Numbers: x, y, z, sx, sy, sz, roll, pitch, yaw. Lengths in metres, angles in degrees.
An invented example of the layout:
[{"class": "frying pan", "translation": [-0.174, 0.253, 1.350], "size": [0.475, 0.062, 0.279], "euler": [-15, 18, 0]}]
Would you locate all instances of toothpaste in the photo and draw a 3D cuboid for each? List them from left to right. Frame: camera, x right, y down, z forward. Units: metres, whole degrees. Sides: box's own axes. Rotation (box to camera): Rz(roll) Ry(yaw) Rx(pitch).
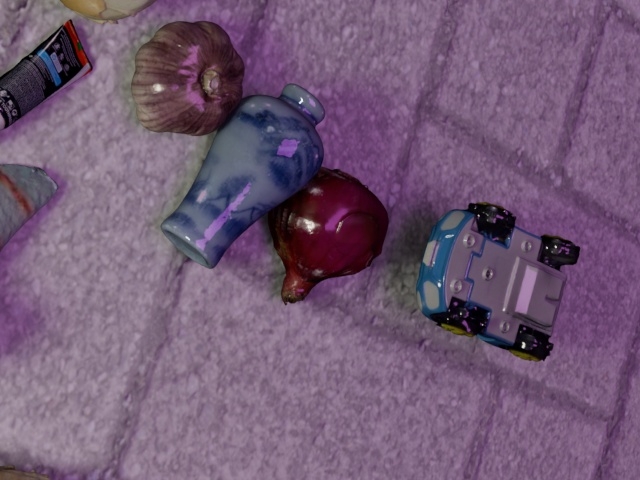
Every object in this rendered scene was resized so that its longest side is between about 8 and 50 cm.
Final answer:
[{"class": "toothpaste", "translation": [-0.343, -0.179, 1.594], "size": [0.193, 0.045, 0.071], "euler": [-48, 131, -33]}]

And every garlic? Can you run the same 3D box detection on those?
[{"class": "garlic", "translation": [-0.161, -0.203, 1.702], "size": [0.159, 0.102, 0.147], "euler": [-32, 110, -31]}]

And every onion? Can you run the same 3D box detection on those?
[{"class": "onion", "translation": [0.010, 0.001, 1.852], "size": [0.173, 0.135, 0.198], "euler": [20, 84, -37]}]

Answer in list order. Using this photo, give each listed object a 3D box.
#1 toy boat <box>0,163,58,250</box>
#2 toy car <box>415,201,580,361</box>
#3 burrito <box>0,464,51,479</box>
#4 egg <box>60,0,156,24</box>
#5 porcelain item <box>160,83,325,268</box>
[{"class": "toy boat", "translation": [-0.408, -0.006, 1.539], "size": [0.206, 0.096, 0.282], "euler": [48, 55, -17]}, {"class": "toy car", "translation": [0.246, 0.058, 2.038], "size": [0.314, 0.166, 0.198], "euler": [21, 81, -40]}, {"class": "burrito", "translation": [-0.385, 0.334, 1.557], "size": [0.347, 0.107, 0.175], "euler": [21, 60, -36]}, {"class": "egg", "translation": [-0.244, -0.374, 1.547], "size": [0.201, 0.201, 0.244], "euler": [-40, 117, -30]}, {"class": "porcelain item", "translation": [-0.095, -0.088, 1.759], "size": [0.259, 0.141, 0.141], "euler": [-51, 125, -12]}]
